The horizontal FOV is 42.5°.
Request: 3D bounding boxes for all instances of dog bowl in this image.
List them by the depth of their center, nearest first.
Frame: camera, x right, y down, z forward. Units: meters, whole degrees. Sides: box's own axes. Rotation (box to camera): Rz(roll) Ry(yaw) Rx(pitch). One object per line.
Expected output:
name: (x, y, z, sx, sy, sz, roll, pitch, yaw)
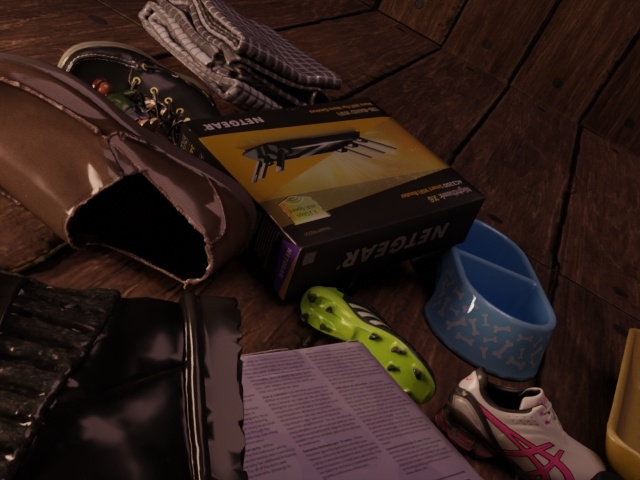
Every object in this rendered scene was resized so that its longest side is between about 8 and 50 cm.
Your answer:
dog bowl: (0.217, 0.061, 1.089, 0.166, 0.074, 0.297, 22, 26, -13)

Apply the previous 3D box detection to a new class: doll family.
doll family: (-0.285, -0.133, 0.952, 0.111, 0.076, 0.193, 39, 30, 11)

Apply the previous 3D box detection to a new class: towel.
towel: (-0.122, -0.293, 1.290, 0.235, 0.121, 0.284, 22, 18, -50)

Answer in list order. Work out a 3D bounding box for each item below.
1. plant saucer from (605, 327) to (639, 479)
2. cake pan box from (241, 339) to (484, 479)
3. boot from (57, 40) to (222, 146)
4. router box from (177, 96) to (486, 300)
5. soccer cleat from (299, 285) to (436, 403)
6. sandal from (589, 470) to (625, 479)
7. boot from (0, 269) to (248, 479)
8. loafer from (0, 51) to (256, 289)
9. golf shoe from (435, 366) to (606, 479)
plant saucer: (0.469, 0.271, 0.939, 0.333, 0.081, 0.333, 34, 25, 13)
cake pan box: (0.011, 0.190, 0.647, 0.267, 0.070, 0.245, -2, 40, -46)
boot: (-0.208, -0.171, 1.071, 0.236, 0.085, 0.178, 14, 26, -43)
router box: (0.012, -0.068, 1.016, 0.309, 0.081, 0.243, -16, 49, -39)
soccer cleat: (0.057, 0.103, 0.868, 0.179, 0.060, 0.072, 37, 25, 25)
sandal: (0.388, 0.313, 0.660, 0.446, 0.107, 0.167, 35, 20, -21)
boot: (-0.177, 0.154, 0.442, 0.260, 0.131, 0.348, 9, 43, -17)
loafer: (-0.233, -0.069, 0.806, 0.366, 0.133, 0.130, 23, 25, -10)
golf shoe: (0.213, 0.193, 0.823, 0.186, 0.086, 0.067, 25, 24, -9)
